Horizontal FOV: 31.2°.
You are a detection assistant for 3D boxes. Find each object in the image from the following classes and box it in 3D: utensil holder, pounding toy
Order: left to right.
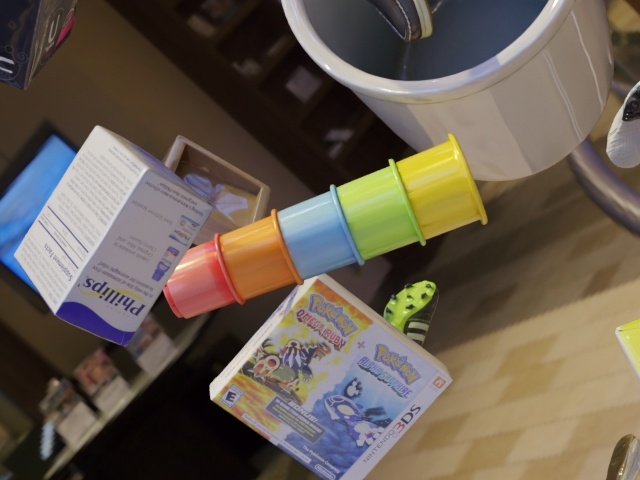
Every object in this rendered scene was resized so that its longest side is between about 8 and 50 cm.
[{"bbox_3d":[-0.120,0.006,1.280,0.094,0.181,0.206,-53,15,29],"label":"pounding toy"},{"bbox_3d":[0.173,-0.264,1.348,0.327,0.327,0.385,-47,-23,6],"label":"utensil holder"}]

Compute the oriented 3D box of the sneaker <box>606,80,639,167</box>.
[{"bbox_3d":[0.519,-0.208,1.824,0.237,0.085,0.086,106,-172,-60],"label":"sneaker"}]

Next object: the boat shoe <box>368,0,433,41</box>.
[{"bbox_3d":[0.022,-0.270,1.083,0.073,0.223,0.080,-32,-11,-9],"label":"boat shoe"}]

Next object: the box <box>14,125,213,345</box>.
[{"bbox_3d":[-0.171,-0.006,0.937,0.137,0.072,0.126,-57,36,3],"label":"box"}]

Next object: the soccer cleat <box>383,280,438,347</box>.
[{"bbox_3d":[0.107,0.121,1.450,0.060,0.072,0.179,0,36,30],"label":"soccer cleat"}]

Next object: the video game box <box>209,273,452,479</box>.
[{"bbox_3d":[0.013,0.160,1.287,0.187,0.205,0.048,-50,16,8],"label":"video game box"}]

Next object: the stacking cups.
[{"bbox_3d":[0.000,0.000,1.110,0.316,0.096,0.096,-23,10,3],"label":"stacking cups"}]

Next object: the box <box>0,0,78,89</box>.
[{"bbox_3d":[-0.445,-0.319,1.394,0.165,0.270,0.143,-73,4,-54],"label":"box"}]

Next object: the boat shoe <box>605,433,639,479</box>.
[{"bbox_3d":[0.346,0.289,1.305,0.135,0.045,0.050,-63,6,-19],"label":"boat shoe"}]

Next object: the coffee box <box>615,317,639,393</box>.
[{"bbox_3d":[0.478,0.201,0.903,0.338,0.334,0.337,-25,52,9],"label":"coffee box"}]
